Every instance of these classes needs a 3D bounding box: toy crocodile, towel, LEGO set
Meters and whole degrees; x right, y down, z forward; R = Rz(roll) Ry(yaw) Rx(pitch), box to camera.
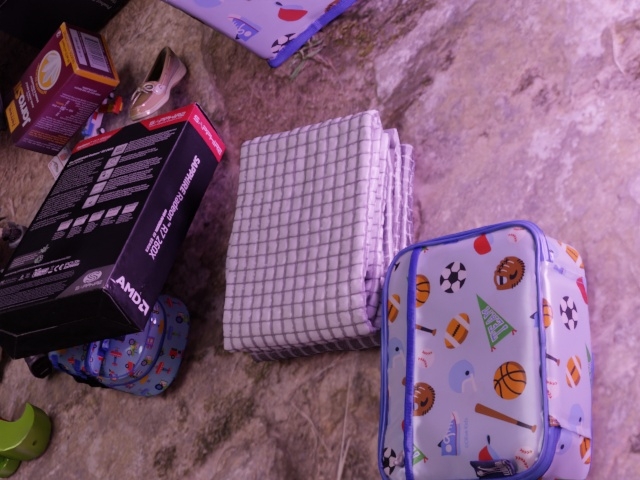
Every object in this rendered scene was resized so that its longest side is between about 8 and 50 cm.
[{"bbox_3d":[-0.553,0.293,1.833,0.340,0.115,0.105,-3,65,37],"label":"toy crocodile"},{"bbox_3d":[0.000,0.000,1.488,0.235,0.121,0.284,-11,67,38],"label":"towel"},{"bbox_3d":[-0.371,-0.155,1.900,0.182,0.060,0.244,-46,49,11],"label":"LEGO set"}]

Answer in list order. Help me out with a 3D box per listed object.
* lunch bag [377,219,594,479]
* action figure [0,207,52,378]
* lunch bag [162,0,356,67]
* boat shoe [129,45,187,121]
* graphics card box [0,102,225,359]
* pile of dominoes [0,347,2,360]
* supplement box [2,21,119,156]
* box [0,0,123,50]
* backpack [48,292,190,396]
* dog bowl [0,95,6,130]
[{"bbox_3d":[0.166,0.141,1.295,0.243,0.115,0.303,-12,64,38],"label":"lunch bag"},{"bbox_3d":[-0.490,0.072,1.821,0.185,0.099,0.285,-45,72,-2],"label":"action figure"},{"bbox_3d":[-0.154,-0.478,1.667,0.239,0.327,0.386,-34,56,27],"label":"lunch bag"},{"bbox_3d":[-0.248,-0.232,1.785,0.056,0.048,0.153,-13,33,35],"label":"boat shoe"},{"bbox_3d":[-0.290,-0.017,1.641,0.232,0.094,0.371,-14,37,28],"label":"graphics card box"},{"bbox_3d":[-0.558,0.169,1.953,0.196,0.040,0.251,21,95,42],"label":"pile of dominoes"},{"bbox_3d":[-0.408,-0.234,1.883,0.188,0.080,0.104,-42,53,30],"label":"supplement box"},{"bbox_3d":[-0.430,-0.516,2.005,0.294,0.182,0.296,-39,53,22],"label":"box"},{"bbox_3d":[-0.269,0.133,1.657,0.173,0.117,0.158,10,79,41],"label":"backpack"},{"bbox_3d":[-0.634,-0.365,1.974,0.150,0.408,0.408,-14,53,-14],"label":"dog bowl"}]
